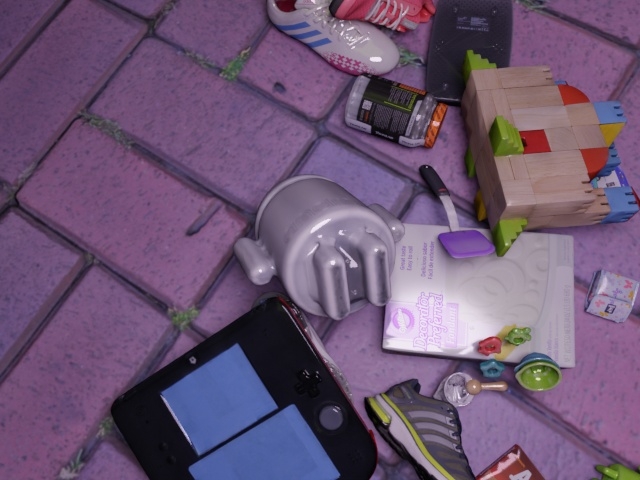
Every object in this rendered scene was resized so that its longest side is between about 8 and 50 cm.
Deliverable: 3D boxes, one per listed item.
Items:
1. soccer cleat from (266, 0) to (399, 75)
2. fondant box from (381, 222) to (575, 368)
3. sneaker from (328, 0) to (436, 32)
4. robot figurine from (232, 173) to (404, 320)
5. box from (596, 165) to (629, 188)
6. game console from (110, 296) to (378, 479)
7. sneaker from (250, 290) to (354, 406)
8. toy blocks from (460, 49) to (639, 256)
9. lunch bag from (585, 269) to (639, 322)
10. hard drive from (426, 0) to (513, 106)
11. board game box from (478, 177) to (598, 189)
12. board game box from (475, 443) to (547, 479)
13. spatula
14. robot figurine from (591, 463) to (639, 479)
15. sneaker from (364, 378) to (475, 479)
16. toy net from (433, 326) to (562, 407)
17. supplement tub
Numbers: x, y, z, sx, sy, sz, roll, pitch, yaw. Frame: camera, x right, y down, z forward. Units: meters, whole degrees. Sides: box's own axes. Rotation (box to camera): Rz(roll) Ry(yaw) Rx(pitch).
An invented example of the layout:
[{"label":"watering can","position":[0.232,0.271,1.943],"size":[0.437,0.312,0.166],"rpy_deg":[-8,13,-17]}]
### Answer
[{"label":"soccer cleat","position":[0.017,-0.464,1.121],"size":[0.331,0.143,0.116],"rpy_deg":[29,80,12]},{"label":"fondant box","position":[0.287,0.103,0.969],"size":[0.330,0.096,0.238],"rpy_deg":[4,75,8]},{"label":"sneaker","position":[0.147,-0.494,1.075],"size":[0.136,0.116,0.314],"rpy_deg":[52,48,4]},{"label":"robot figurine","position":[0.000,0.000,0.927],"size":[0.300,0.353,0.200],"rpy_deg":[-13,117,-18]},{"label":"box","position":[0.534,-0.109,1.035],"size":[0.136,0.028,0.081],"rpy_deg":[-11,73,1]},{"label":"game console","position":[-0.132,0.332,0.893],"size":[0.386,0.060,0.342],"rpy_deg":[-34,91,9]},{"label":"sneaker","position":[-0.020,0.218,0.961],"size":[0.111,0.129,0.297],"rpy_deg":[-25,91,6]},{"label":"toy blocks","position":[0.415,-0.172,0.929],"size":[0.261,0.191,0.381],"rpy_deg":[-5,64,-1]},{"label":"lunch bag","position":[0.539,0.104,0.965],"size":[0.071,0.053,0.083],"rpy_deg":[20,87,12]},{"label":"hard drive","position":[0.319,-0.402,1.120],"size":[0.172,0.054,0.255],"rpy_deg":[8,76,8]},{"label":"board game box","position":[0.419,-0.142,1.023],"size":[0.210,0.047,0.160],"rpy_deg":[-1,68,14]},{"label":"board game box","position":[0.377,0.513,0.885],"size":[0.145,0.027,0.281],"rpy_deg":[-37,75,-6]},{"label":"spatula","position":[0.239,-0.063,0.978],"size":[0.084,0.030,0.296],"rpy_deg":[-6,43,-5]},{"label":"robot figurine","position":[0.522,0.422,0.873],"size":[0.115,0.067,0.101],"rpy_deg":[27,77,12]},{"label":"sneaker","position":[0.200,0.337,0.863],"size":[0.121,0.111,0.300],"rpy_deg":[-34,45,-15]},{"label":"toy net","position":[0.281,0.235,0.890],"size":[0.122,0.045,0.232],"rpy_deg":[41,122,-20]},{"label":"supplement tub","position":[0.155,-0.262,1.067],"size":[0.190,0.117,0.117],"rpy_deg":[22,78,11]}]
